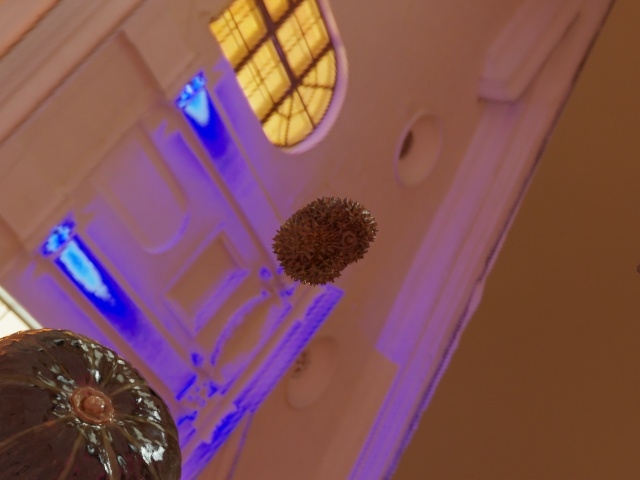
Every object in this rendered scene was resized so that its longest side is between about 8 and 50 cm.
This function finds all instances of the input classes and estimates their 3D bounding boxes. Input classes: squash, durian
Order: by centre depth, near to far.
[{"bbox_3d":[-0.259,0.207,0.941,0.165,0.252,0.252,-48,-137,30],"label":"squash"},{"bbox_3d":[0.000,0.000,1.522,0.158,0.136,0.168,-19,-172,-34],"label":"durian"}]

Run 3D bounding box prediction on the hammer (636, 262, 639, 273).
[{"bbox_3d":[0.485,0.008,1.383,0.019,0.110,0.035,-16,-142,-29],"label":"hammer"}]
